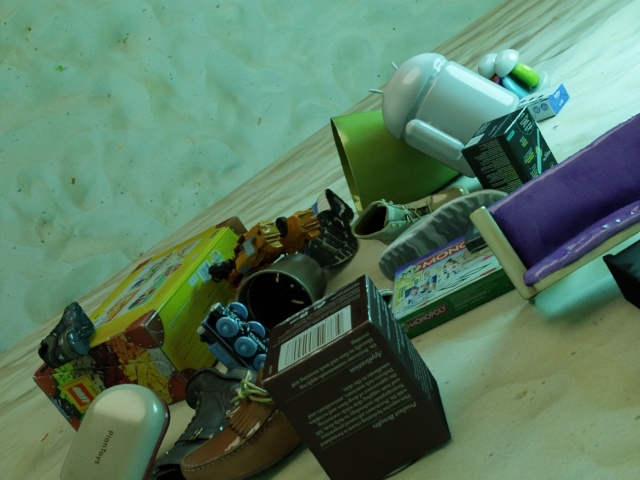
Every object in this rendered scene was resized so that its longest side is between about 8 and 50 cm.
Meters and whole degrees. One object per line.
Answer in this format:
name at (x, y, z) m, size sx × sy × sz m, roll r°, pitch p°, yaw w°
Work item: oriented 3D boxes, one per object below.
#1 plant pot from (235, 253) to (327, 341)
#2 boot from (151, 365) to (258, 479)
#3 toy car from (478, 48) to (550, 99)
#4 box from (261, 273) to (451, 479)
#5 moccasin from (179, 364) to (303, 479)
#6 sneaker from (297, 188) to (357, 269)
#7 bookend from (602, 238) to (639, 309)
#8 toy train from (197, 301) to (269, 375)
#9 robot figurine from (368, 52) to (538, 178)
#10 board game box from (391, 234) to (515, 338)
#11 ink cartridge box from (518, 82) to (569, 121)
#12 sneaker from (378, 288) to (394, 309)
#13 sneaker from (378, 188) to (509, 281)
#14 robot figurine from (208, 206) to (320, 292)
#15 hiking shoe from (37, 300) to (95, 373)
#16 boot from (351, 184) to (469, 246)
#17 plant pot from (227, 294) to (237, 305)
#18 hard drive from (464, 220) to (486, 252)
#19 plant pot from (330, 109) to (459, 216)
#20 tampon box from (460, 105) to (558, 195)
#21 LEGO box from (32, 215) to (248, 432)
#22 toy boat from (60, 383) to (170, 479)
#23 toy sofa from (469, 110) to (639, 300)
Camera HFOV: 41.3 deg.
plant pot at (-0.068, 0.111, 1.734) m, size 0.167 × 0.167 × 0.165 m, roll -27°, pitch 9°, yaw 22°
boot at (-0.218, 0.329, 1.489) m, size 0.263 × 0.091 × 0.229 m, roll -21°, pitch 24°, yaw 50°
toy car at (0.485, -0.399, 2.191) m, size 0.136 × 0.159 × 0.182 m, roll -62°, pitch 20°, yaw -6°
box at (0.047, 0.190, 1.142) m, size 0.168 × 0.203 × 0.167 m, roll -31°, pitch 15°, yaw 10°
moccasin at (-0.058, 0.240, 1.311) m, size 0.380 × 0.147 × 0.139 m, roll -34°, pitch 15°, yaw -3°
sneaker at (0.000, 0.000, 2.035) m, size 0.147 × 0.129 × 0.330 m, roll -47°, pitch 11°, yaw 20°
bookend at (0.458, 0.028, 1.044) m, size 0.156 × 0.072 × 0.157 m, roll -33°, pitch 15°, yaw 2°
toy train at (-0.152, 0.198, 1.581) m, size 0.105 × 0.184 × 0.080 m, roll -38°, pitch 12°, yaw 28°
robot figurine at (0.279, -0.266, 1.804) m, size 0.300 × 0.353 × 0.200 m, roll -49°, pitch -13°, yaw -53°
board game box at (0.270, 0.041, 1.448) m, size 0.317 × 0.046 × 0.213 m, roll -29°, pitch 17°, yaw 18°
ink cartridge box at (0.495, -0.315, 2.076) m, size 0.207 × 0.046 × 0.097 m, roll -18°, pitch 21°, yaw 46°
sneaker at (0.075, 0.139, 1.520) m, size 0.161 × 0.057 × 0.075 m, roll -39°, pitch 10°, yaw -30°
sneaker at (0.234, -0.028, 1.615) m, size 0.281 × 0.105 × 0.115 m, roll -27°, pitch 16°, yaw 25°
robot figurine at (-0.126, 0.031, 1.872) m, size 0.211 × 0.085 × 0.291 m, roll -17°, pitch -17°, yaw -34°
hiking shoe at (-0.554, 0.205, 1.816) m, size 0.114 × 0.086 × 0.227 m, roll -31°, pitch 17°, yaw -1°
boot at (0.182, -0.053, 1.703) m, size 0.213 × 0.077 × 0.165 m, roll -31°, pitch -25°, yaw 28°
plant pot at (-0.166, 0.161, 1.899) m, size 0.081 × 0.083 × 0.081 m, roll -32°, pitch 14°, yaw 6°
hard drive at (0.313, -0.034, 1.456) m, size 0.135 × 0.022 × 0.094 m, roll -27°, pitch 16°, yaw 23°
plant pot at (0.203, -0.201, 2.001) m, size 0.293 × 0.275 × 0.275 m, roll -18°, pitch 15°, yaw -1°
tampon box at (0.364, -0.145, 1.601) m, size 0.101 × 0.161 × 0.120 m, roll -19°, pitch 20°, yaw 44°
LEGO box at (-0.377, 0.192, 2.024) m, size 0.372 × 0.193 × 0.500 m, roll -25°, pitch 18°, yaw 31°
toy boat at (-0.353, 0.379, 1.530) m, size 0.151 × 0.151 × 0.231 m, roll 14°, pitch 68°, yaw 18°
toy sofa at (0.404, -0.069, 1.200) m, size 0.362 × 0.150 × 0.177 m, roll -32°, pitch -12°, yaw 6°
